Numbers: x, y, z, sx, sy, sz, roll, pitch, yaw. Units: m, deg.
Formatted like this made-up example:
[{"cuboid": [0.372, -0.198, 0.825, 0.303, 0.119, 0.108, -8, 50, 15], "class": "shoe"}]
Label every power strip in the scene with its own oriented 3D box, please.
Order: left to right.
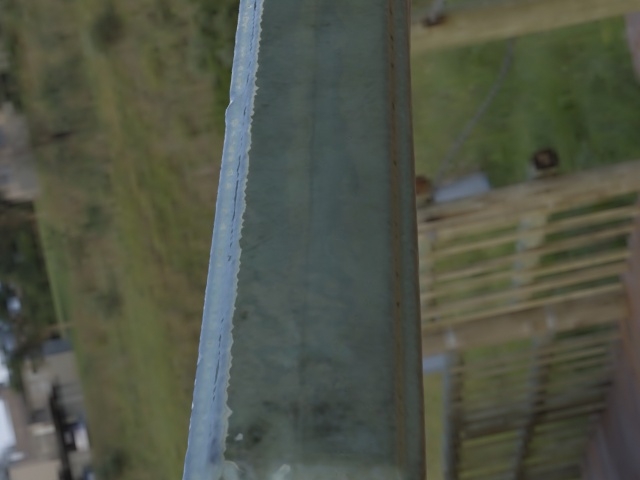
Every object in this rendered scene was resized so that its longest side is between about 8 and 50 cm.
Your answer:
[{"cuboid": [0.000, 0.000, 0.406, 0.272, 0.052, 0.078, -89, -2, -51], "class": "power strip"}]
